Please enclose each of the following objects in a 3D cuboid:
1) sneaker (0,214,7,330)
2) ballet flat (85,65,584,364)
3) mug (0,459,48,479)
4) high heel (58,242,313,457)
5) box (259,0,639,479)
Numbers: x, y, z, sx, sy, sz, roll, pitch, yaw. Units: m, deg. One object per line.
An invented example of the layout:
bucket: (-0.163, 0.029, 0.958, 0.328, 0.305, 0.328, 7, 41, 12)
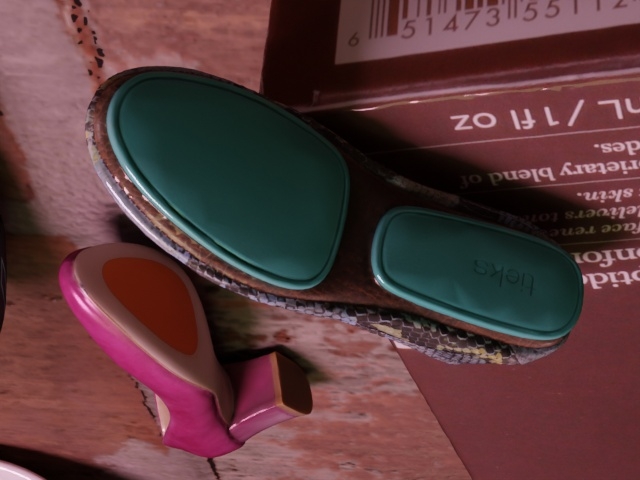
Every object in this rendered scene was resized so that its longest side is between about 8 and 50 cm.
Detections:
sneaker: (-0.226, -0.013, 0.722, 0.101, 0.106, 0.267, 6, 128, 10)
ballet flat: (0.000, 0.000, 0.472, 0.188, 0.070, 0.070, 25, 144, -20)
mug: (-0.347, 0.346, 1.151, 0.374, 0.276, 0.328, 12, 154, -3)
high heel: (-0.110, 0.076, 0.848, 0.117, 0.082, 0.244, -20, 153, 22)
box: (0.127, -0.006, 0.619, 0.191, 0.143, 0.381, -5, 148, 20)
